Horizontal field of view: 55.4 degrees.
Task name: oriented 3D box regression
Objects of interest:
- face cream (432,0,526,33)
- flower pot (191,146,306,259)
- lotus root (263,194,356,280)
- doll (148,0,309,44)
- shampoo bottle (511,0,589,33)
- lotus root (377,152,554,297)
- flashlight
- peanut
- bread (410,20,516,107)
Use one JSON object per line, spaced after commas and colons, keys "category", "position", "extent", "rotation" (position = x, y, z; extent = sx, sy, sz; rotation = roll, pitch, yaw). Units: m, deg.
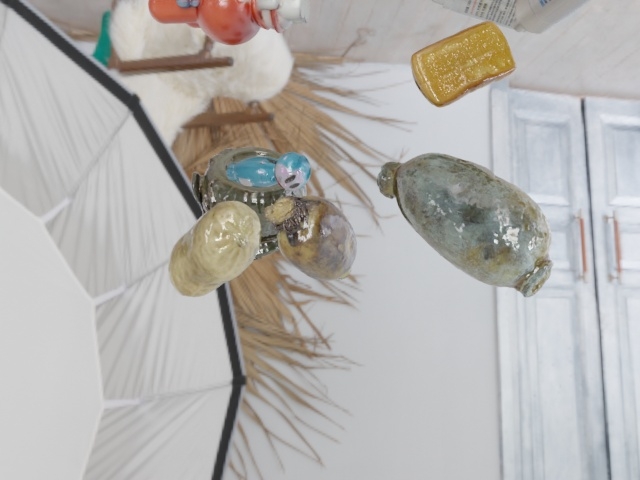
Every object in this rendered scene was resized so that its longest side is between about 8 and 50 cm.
{"category": "face cream", "position": [0.350, -0.631, 1.486], "extent": [0.369, 0.146, 0.145], "rotation": [21, 172, 8]}
{"category": "flower pot", "position": [-0.194, -0.110, 1.632], "extent": [0.301, 0.302, 0.213], "rotation": [3, 130, -7]}
{"category": "lotus root", "position": [0.000, 0.000, 1.406], "extent": [0.141, 0.170, 0.314], "rotation": [10, 158, 40]}
{"category": "doll", "position": [-0.169, -0.430, 1.127], "extent": [0.290, 0.130, 0.161], "rotation": [4, -167, 9]}
{"category": "shampoo bottle", "position": [0.441, -0.453, 1.085], "extent": [0.092, 0.092, 0.303], "rotation": [5, 169, -17]}
{"category": "lotus root", "position": [0.246, -0.048, 1.046], "extent": [0.349, 0.175, 0.175], "rotation": [37, -179, 19]}
{"category": "flashlight", "position": [-0.070, -0.092, 0.817], "extent": [0.129, 0.051, 0.051], "rotation": [5, 174, 37]}
{"category": "peanut", "position": [-0.195, 0.022, 1.120], "extent": [0.129, 0.129, 0.224], "rotation": [11, 138, -42]}
{"category": "bread", "position": [0.260, -0.324, 1.134], "extent": [0.200, 0.116, 0.077], "rotation": [-27, -178, -14]}
